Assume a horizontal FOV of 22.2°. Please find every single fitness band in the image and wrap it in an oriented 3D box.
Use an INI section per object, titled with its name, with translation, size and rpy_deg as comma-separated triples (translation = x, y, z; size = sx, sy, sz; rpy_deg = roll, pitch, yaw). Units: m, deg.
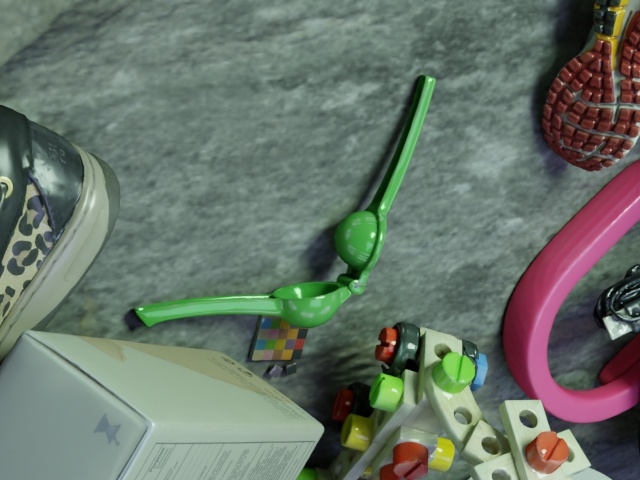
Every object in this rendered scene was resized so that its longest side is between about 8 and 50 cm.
[fitness band]
translation = 0.298, 0.045, 1.546
size = 0.291, 0.054, 0.209
rpy_deg = -45, 130, -6

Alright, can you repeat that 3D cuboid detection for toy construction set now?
[toy construction set]
translation = 0.075, 0.200, 1.354
size = 0.151, 0.215, 0.327
rpy_deg = 27, 137, -25

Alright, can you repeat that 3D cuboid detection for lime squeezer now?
[lime squeezer]
translation = 0.000, 0.000, 1.334
size = 0.310, 0.059, 0.110
rpy_deg = -40, 94, -9

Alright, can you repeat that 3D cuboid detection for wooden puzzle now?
[wooden puzzle]
translation = -0.033, 0.078, 1.376
size = 0.049, 0.006, 0.083
rpy_deg = 2, 113, -34

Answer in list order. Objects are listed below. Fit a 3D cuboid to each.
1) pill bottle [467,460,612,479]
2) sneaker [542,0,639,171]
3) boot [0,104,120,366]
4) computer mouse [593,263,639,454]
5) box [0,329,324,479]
[pill bottle]
translation = 0.208, 0.405, 1.583
size = 0.204, 0.204, 0.361
rpy_deg = -15, 121, -26
[sneaker]
translation = 0.264, -0.157, 1.390
size = 0.092, 0.088, 0.225
rpy_deg = -35, 153, -53
[boot]
translation = -0.331, 0.034, 1.059
size = 0.377, 0.138, 0.284
rpy_deg = -51, 135, -4
[computer mouse]
translation = 0.360, 0.135, 1.552
size = 0.188, 0.072, 0.272
rpy_deg = -25, 123, -20
[box]
translation = -0.130, 0.162, 1.196
size = 0.148, 0.121, 0.311
rpy_deg = -58, 159, 5
